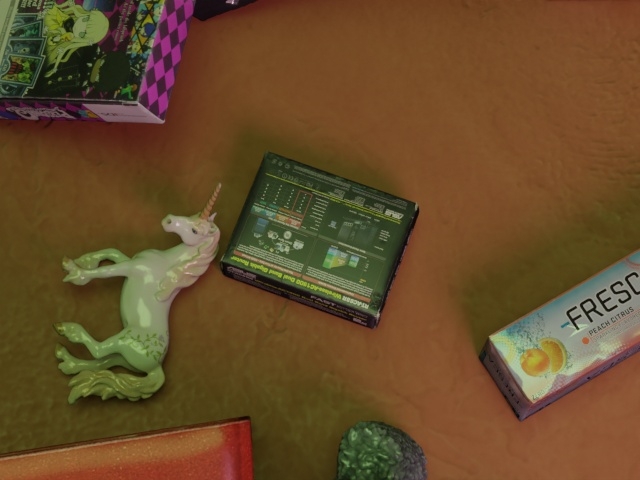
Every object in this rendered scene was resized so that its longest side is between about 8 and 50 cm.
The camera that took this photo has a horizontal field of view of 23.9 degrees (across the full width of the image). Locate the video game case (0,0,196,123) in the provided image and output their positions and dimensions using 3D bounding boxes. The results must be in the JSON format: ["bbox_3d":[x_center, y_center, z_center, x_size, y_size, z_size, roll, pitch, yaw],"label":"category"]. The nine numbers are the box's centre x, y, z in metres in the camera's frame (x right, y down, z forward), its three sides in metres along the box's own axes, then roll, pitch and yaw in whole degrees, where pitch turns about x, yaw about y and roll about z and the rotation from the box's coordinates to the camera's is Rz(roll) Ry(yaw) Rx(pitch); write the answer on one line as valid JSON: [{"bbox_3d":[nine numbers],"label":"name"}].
[{"bbox_3d":[-0.181,-0.199,1.111,0.210,0.042,0.232,3,71,29],"label":"video game case"}]

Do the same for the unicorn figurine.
[{"bbox_3d":[-0.130,0.037,1.079,0.111,0.060,0.162,4,88,0],"label":"unicorn figurine"}]

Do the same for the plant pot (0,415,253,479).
[{"bbox_3d":[-0.157,0.242,0.915,0.267,0.267,0.235,-9,85,-3],"label":"plant pot"}]

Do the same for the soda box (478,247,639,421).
[{"bbox_3d":[0.205,0.054,1.068,0.183,0.063,0.058,-28,74,-10],"label":"soda box"}]

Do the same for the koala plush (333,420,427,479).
[{"bbox_3d":[0.048,0.223,0.929,0.196,0.221,0.203,39,76,11],"label":"koala plush"}]

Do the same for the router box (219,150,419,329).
[{"bbox_3d":[0.000,0.000,1.097,0.122,0.038,0.092,20,72,6],"label":"router box"}]

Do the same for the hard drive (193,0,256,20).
[{"bbox_3d":[0.019,-0.329,1.113,0.339,0.064,0.237,-17,71,23],"label":"hard drive"}]
